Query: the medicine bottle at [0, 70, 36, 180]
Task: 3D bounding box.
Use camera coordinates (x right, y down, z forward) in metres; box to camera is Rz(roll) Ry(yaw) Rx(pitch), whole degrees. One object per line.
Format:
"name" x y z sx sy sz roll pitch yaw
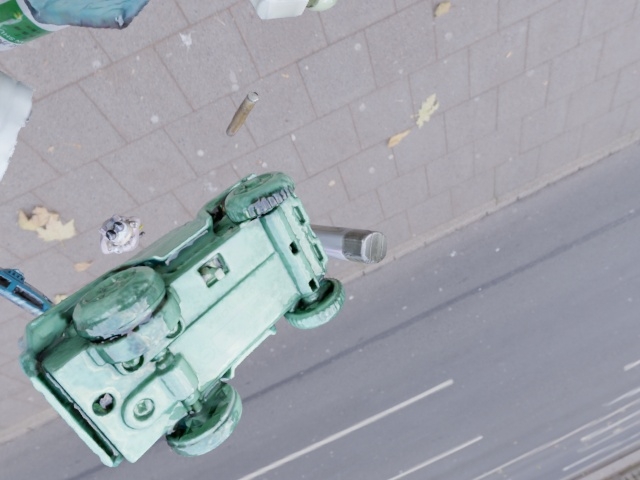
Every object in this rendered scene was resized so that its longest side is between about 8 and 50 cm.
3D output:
"medicine bottle" -0.564 -0.186 0.549 0.332 0.190 0.190 23 120 -38

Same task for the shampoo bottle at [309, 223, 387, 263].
"shampoo bottle" 0.000 0.000 0.789 0.086 0.227 0.056 0 96 -52

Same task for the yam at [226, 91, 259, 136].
"yam" -0.291 -0.457 1.641 0.046 0.046 0.264 4 162 -29

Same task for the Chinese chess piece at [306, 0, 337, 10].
"Chinese chess piece" -0.007 -0.812 1.383 0.083 0.188 0.189 -14 139 -29

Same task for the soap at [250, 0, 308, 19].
"soap" -0.121 -0.607 1.039 0.121 0.183 0.064 -22 170 -30

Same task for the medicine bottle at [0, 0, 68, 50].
"medicine bottle" -0.483 -0.370 0.718 0.259 0.095 0.095 -7 143 19

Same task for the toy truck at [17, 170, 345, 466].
"toy truck" -0.110 0.056 0.416 0.279 0.156 0.155 -43 119 -34

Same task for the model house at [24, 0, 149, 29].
"model house" -0.321 -0.378 0.471 0.229 0.248 0.281 -28 107 -14

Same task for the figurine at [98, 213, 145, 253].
"figurine" -0.574 -0.019 1.278 0.111 0.229 0.138 34 77 -12

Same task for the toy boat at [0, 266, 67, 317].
"toy boat" -0.875 0.148 1.330 0.299 0.134 0.092 48 68 -30
